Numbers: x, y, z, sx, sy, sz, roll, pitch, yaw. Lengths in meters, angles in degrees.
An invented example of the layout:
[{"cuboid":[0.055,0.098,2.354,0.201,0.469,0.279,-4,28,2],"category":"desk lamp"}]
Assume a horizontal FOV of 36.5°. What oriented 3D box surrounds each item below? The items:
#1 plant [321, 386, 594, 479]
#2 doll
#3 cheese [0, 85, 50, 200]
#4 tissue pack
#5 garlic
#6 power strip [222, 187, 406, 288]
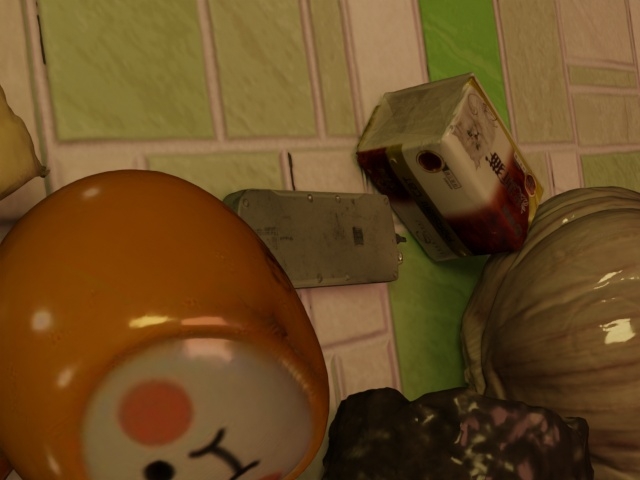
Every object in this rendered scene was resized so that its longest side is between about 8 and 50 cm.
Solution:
[{"cuboid":[0.092,0.275,0.727,0.215,0.213,0.313,31,60,-45],"category":"plant"},{"cuboid":[-0.122,0.077,0.555,0.213,0.236,0.213,59,2,-4],"category":"doll"},{"cuboid":[-0.234,-0.077,0.499,0.123,0.093,0.167,-42,112,-33],"category":"cheese"},{"cuboid":[0.121,-0.063,0.895,0.149,0.106,0.099,50,51,-31],"category":"tissue pack"},{"cuboid":[0.263,0.104,0.913,0.317,0.259,0.318,-9,90,-83],"category":"garlic"},{"cuboid":[0.000,0.000,0.804,0.226,0.029,0.080,0,82,-49],"category":"power strip"}]
